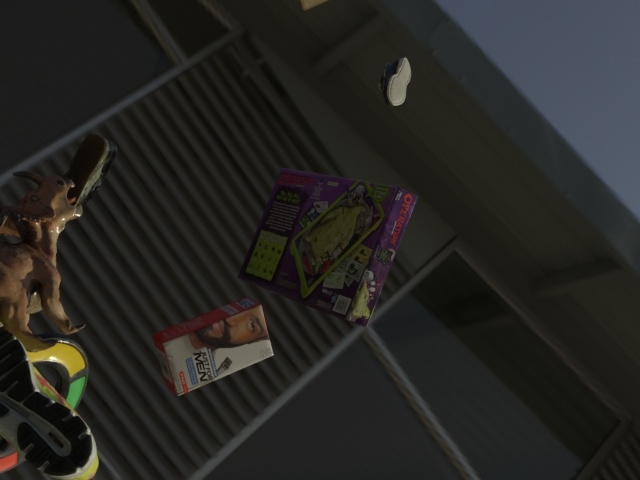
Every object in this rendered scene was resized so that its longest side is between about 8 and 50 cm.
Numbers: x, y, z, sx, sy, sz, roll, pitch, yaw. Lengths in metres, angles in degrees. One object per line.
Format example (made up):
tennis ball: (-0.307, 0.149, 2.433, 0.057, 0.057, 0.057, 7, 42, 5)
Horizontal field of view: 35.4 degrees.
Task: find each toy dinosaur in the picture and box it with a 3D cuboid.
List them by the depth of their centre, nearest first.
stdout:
toy dinosaur: (-0.371, 0.038, 1.132, 0.127, 0.295, 0.200, -23, -84, 18)

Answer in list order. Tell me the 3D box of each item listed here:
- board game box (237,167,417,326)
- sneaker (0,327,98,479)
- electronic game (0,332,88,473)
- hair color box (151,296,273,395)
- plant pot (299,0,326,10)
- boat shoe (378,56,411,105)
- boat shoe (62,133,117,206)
board game box: (0.000, 0.000, 1.575, 0.056, 0.208, 0.346, 19, -2, -32)
sneaker: (-0.299, 0.174, 1.017, 0.208, 0.081, 0.094, 43, -16, 24)
electronic game: (-0.402, 0.220, 1.326, 0.048, 0.229, 0.229, 36, -35, 26)
hair color box: (-0.164, 0.161, 1.547, 0.053, 0.167, 0.093, 20, -52, 58)
plant pot: (0.047, -0.501, 1.313, 0.323, 0.280, 0.323, -21, 90, -87)
boat shoe: (0.111, -0.247, 1.575, 0.038, 0.125, 0.046, -12, -55, 26)
boat shoe: (-0.326, -0.073, 1.370, 0.056, 0.049, 0.152, 46, -75, 28)
